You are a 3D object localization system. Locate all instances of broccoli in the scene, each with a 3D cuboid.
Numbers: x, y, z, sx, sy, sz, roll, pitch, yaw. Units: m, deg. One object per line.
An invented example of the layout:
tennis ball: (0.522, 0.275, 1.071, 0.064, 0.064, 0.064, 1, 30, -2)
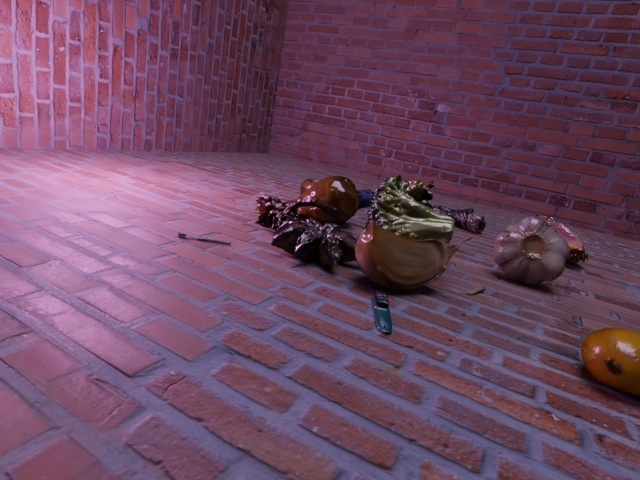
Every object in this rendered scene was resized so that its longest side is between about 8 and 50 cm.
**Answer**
broccoli: (0.298, -0.064, 1.337, 0.281, 0.292, 0.348, 11, 10, 18)

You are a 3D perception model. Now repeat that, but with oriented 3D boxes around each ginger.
ginger: (0.038, -0.181, 1.760, 0.270, 0.222, 0.200, 12, 28, -17)

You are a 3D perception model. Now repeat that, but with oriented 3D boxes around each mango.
mango: (0.692, 0.263, 0.881, 0.317, 0.119, 0.176, 12, 12, -28)

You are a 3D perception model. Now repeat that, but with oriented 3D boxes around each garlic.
garlic: (0.261, 0.057, 1.163, 0.339, 0.196, 0.151, 8, 33, -14)
garlic: (0.763, 0.058, 1.486, 0.245, 0.244, 0.253, 17, -14, 21)

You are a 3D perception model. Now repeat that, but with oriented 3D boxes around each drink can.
drink can: (0.225, -0.241, 2.286, 0.097, 0.097, 0.235, 20, 20, 29)

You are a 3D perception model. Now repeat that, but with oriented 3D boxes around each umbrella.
umbrella: (0.741, -0.140, 2.237, 0.106, 0.112, 0.358, -31, 39, -33)

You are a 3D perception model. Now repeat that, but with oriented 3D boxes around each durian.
durian: (1.125, 0.026, 1.875, 0.196, 0.185, 0.305, 23, 13, -29)

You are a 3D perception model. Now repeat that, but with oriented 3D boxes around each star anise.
star anise: (-0.001, -0.001, 1.314, 0.333, 0.117, 0.331, 14, 13, -3)
star anise: (-0.099, -0.101, 1.532, 0.347, 0.148, 0.237, 3, 16, 23)

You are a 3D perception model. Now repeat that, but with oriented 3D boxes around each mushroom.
mushroom: (0.038, -0.227, 2.009, 0.279, 0.162, 0.297, 5, 5, 28)

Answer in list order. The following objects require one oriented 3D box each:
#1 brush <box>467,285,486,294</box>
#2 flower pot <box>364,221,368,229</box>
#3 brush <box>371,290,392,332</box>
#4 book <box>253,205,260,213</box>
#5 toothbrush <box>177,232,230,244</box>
brush: (0.489, 0.159, 1.263, 0.084, 0.013, 0.016, -11, 21, -35)
flower pot: (0.316, -0.086, 1.750, 0.236, 0.140, 0.235, 9, 15, -2)
brush: (0.153, 0.169, 0.990, 0.044, 0.032, 0.193, 11, 15, 1)
book: (-0.191, -0.131, 1.810, 0.193, 0.013, 0.168, 10, 17, -1)
toothbrush: (-0.369, -0.006, 1.282, 0.167, 0.014, 0.011, 9, 8, -5)
